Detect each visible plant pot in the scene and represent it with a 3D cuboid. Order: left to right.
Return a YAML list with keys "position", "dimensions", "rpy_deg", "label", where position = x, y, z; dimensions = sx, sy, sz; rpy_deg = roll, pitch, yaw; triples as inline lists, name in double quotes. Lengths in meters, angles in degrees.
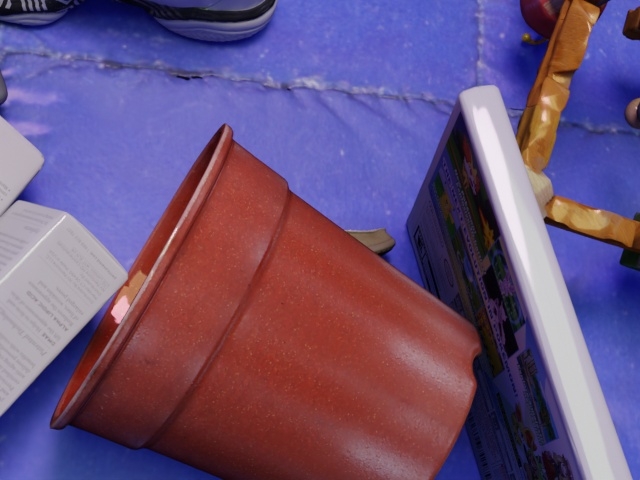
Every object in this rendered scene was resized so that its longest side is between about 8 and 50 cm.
- position: [-0.033, 0.091, 0.819]
  dimensions: [0.265, 0.272, 0.272]
  rpy_deg: [31, 65, -11]
  label: "plant pot"

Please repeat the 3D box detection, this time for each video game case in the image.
- position: [0.149, 0.083, 0.834]
  dimensions: [0.036, 0.300, 0.329]
  rpy_deg: [-13, 73, -7]
  label: "video game case"

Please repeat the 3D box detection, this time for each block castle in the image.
- position: [0.383, -0.090, 0.990]
  dimensions: [0.453, 0.213, 0.303]
  rpy_deg: [18, 92, -3]
  label: "block castle"

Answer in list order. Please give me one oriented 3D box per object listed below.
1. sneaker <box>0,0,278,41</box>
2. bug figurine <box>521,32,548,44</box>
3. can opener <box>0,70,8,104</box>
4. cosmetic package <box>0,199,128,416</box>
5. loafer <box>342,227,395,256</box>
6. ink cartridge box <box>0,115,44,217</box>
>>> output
- position: [-0.202, -0.300, 0.933]
  dimensions: [0.365, 0.210, 0.138]
  rpy_deg: [6, 68, -12]
  label: "sneaker"
- position: [0.346, -0.304, 1.156]
  dimensions: [0.278, 0.072, 0.216]
  rpy_deg: [2, 63, -9]
  label: "bug figurine"
- position: [-0.358, -0.247, 0.898]
  dimensions: [0.074, 0.093, 0.281]
  rpy_deg: [-25, 103, -28]
  label: "can opener"
- position: [-0.274, 0.078, 0.804]
  dimensions: [0.231, 0.117, 0.085]
  rpy_deg: [-50, 121, -18]
  label: "cosmetic package"
- position: [0.000, 0.000, 0.958]
  dimensions: [0.147, 0.056, 0.050]
  rpy_deg: [-6, 78, -17]
  label: "loafer"
- position: [-0.394, -0.053, 0.764]
  dimensions: [0.066, 0.296, 0.261]
  rpy_deg: [24, 73, 41]
  label: "ink cartridge box"
